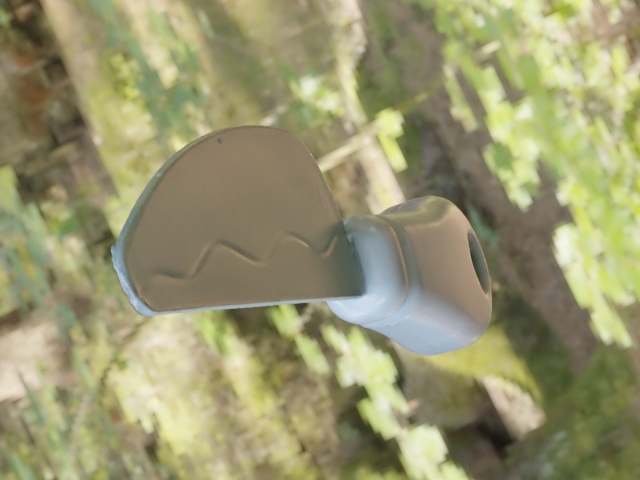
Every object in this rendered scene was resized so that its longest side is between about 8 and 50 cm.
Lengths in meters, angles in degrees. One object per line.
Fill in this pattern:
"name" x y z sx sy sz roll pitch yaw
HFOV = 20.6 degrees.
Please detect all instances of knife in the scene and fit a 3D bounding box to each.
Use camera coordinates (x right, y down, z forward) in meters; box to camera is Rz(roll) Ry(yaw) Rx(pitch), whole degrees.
"knife" 0.000 -0.002 0.655 0.331 0.044 0.080 15 -119 -68
